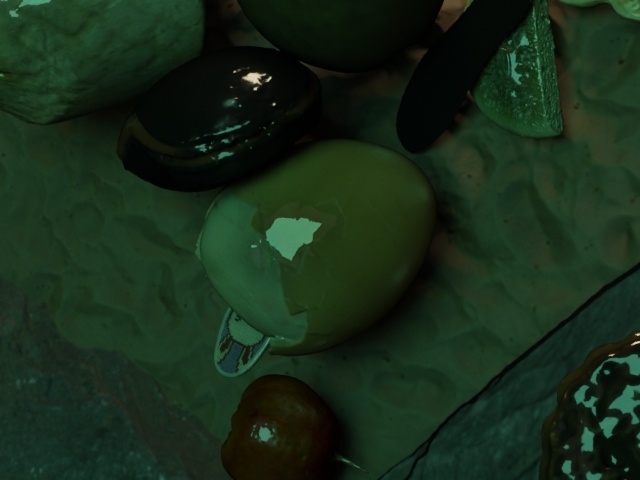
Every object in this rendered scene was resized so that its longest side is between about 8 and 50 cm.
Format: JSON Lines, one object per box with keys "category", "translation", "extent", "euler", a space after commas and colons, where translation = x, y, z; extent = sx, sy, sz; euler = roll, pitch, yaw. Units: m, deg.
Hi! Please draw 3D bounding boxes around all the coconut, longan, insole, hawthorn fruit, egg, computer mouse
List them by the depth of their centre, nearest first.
{"category": "egg", "translation": [0.000, 0.000, 1.872], "extent": [0.244, 0.201, 0.201], "euler": [-30, 67, 5]}
{"category": "insole", "translation": [0.140, -0.182, 1.899], "extent": [0.232, 0.003, 0.080], "euler": [-54, 52, 31]}
{"category": "longan", "translation": [0.010, -0.288, 1.900], "extent": [0.248, 0.248, 0.248], "euler": [-6, 78, 27]}
{"category": "hawthorn fruit", "translation": [-0.033, 0.197, 1.900], "extent": [0.140, 0.125, 0.125], "euler": [-9, 73, -8]}
{"category": "computer mouse", "translation": [-0.107, -0.129, 1.907], "extent": [0.183, 0.323, 0.116], "euler": [-28, 100, -16]}
{"category": "insole", "translation": [-0.059, 0.055, 2.001], "extent": [0.065, 0.004, 0.197], "euler": [28, 94, 29]}
{"category": "coconut", "translation": [-0.251, -0.272, 2.024], "extent": [0.329, 0.329, 0.329], "euler": [-6, 78, 27]}

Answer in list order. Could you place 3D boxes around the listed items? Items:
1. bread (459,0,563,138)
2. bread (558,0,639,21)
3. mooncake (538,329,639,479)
{"category": "bread", "translation": [0.178, -0.192, 1.886], "extent": [0.112, 0.036, 0.193], "euler": [-8, 87, 45]}
{"category": "bread", "translation": [0.337, -0.352, 1.843], "extent": [0.316, 0.054, 0.316], "euler": [-6, 77, 28]}
{"category": "mooncake", "translation": [0.299, 0.188, 1.617], "extent": [0.228, 0.124, 0.228], "euler": [-5, 78, 25]}
